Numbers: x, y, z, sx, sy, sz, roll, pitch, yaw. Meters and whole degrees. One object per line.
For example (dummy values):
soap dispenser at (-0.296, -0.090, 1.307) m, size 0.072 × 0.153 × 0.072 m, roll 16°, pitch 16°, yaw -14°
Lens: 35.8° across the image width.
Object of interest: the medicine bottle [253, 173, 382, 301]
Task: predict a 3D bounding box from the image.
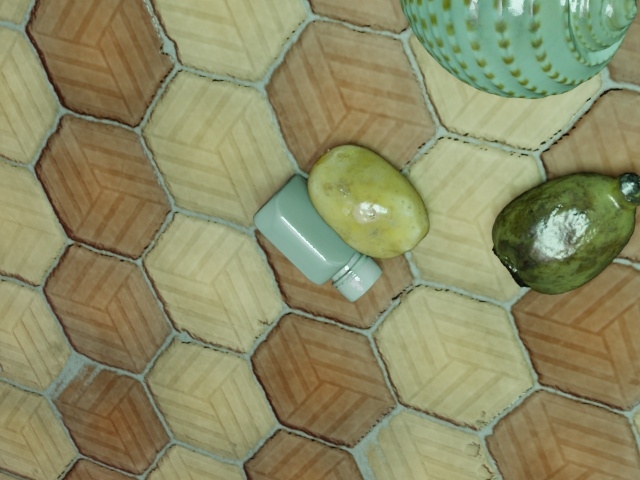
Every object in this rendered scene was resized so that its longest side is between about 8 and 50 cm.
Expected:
medicine bottle at (0.000, 0.000, 1.372) m, size 0.183 × 0.119 × 0.069 m, roll 43°, pitch 121°, yaw -5°

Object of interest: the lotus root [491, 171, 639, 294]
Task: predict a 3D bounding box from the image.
lotus root at (0.311, -0.015, 1.228) m, size 0.214 × 0.138 × 0.138 m, roll -31°, pitch 100°, yaw 32°

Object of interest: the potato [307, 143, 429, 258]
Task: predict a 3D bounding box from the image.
potato at (0.062, -0.051, 1.325) m, size 0.178 × 0.109 × 0.118 m, roll 42°, pitch 120°, yaw 3°

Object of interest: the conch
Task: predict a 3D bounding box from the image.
conch at (0.193, -0.313, 1.081) m, size 0.319 × 0.215 × 0.302 m, roll 16°, pitch 110°, yaw 14°
